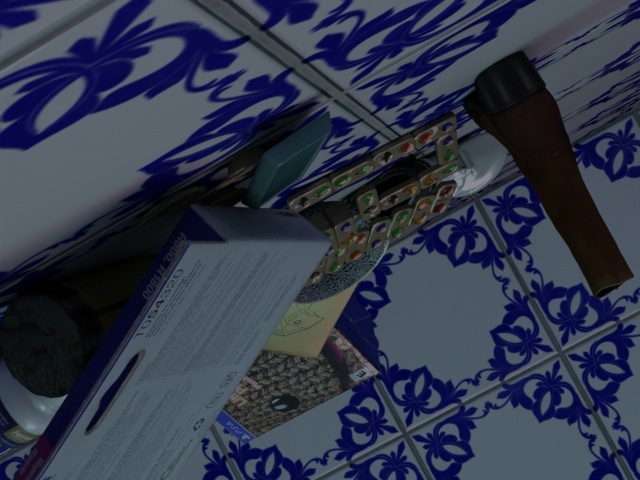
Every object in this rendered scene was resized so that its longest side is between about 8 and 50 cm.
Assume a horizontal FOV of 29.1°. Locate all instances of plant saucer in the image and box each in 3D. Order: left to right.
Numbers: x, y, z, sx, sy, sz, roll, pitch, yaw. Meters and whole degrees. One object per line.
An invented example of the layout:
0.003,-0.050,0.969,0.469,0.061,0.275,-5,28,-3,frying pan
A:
-0.030,-0.065,1.080,0.067,0.018,0.192,-35,178,-13,plant saucer

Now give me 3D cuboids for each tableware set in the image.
-0.081,-0.052,1.126,0.141,0.020,0.169,-31,174,24,tableware set

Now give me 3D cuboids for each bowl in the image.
0.000,0.000,1.638,0.170,0.080,0.170,-23,147,-16,bowl

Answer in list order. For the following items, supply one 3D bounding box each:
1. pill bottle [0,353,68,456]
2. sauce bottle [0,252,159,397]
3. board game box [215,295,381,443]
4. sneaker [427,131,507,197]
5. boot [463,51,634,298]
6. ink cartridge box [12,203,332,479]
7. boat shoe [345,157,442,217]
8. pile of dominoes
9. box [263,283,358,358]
-0.386,0.200,1.503,0.187,0.112,0.112,-29,175,11,pill bottle
-0.187,0.074,1.299,0.111,0.111,0.344,-31,173,28,sauce bottle
-0.084,0.177,2.082,0.291,0.232,0.141,-30,-142,19,board game box
0.179,-0.099,1.837,0.212,0.080,0.094,-28,164,13,sneaker
0.276,-0.067,1.421,0.096,0.280,0.264,-28,175,-2,boot
-0.153,0.112,1.164,0.324,0.071,0.330,-56,161,12,ink cartridge box
0.075,-0.043,1.791,0.228,0.081,0.069,-40,167,33,boat shoe
0.075,-0.035,1.545,0.251,0.040,0.196,-28,147,-8,pile of dominoes
-0.045,0.098,1.908,0.164,0.021,0.201,14,127,-18,box
